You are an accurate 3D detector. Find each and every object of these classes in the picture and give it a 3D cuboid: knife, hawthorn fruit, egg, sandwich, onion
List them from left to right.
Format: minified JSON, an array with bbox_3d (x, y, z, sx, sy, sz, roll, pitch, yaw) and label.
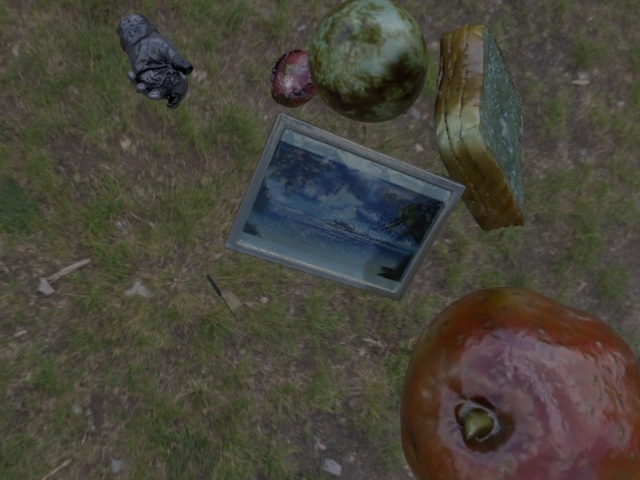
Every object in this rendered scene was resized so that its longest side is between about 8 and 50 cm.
[{"bbox_3d":[-0.249,0.147,1.517,0.010,0.023,0.170,-31,121,-8],"label":"knife"},{"bbox_3d":[-0.066,-0.487,1.828,0.147,0.184,0.184,12,82,-50],"label":"onion"},{"bbox_3d":[0.102,-0.356,1.220,0.238,0.289,0.238,-6,71,19],"label":"egg"},{"bbox_3d":[0.290,-0.212,1.066,0.271,0.099,0.301,49,43,-45],"label":"sandwich"},{"bbox_3d":[0.298,0.271,0.930,0.403,0.403,0.402,1,86,-14],"label":"hawthorn fruit"}]

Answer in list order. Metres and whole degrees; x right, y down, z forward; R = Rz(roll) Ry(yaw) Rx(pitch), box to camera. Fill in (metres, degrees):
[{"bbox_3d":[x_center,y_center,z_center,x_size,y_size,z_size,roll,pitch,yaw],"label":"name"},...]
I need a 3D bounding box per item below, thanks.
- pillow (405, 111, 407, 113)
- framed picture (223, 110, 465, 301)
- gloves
[{"bbox_3d":[0.132,-0.440,1.801,0.212,0.208,0.052,3,125,-18],"label":"pillow"},{"bbox_3d":[0.037,-0.041,0.924,0.315,0.024,0.232,18,114,-16],"label":"framed picture"},{"bbox_3d":[-0.344,-0.372,1.245,0.142,0.119,0.285,-37,53,18],"label":"gloves"}]
